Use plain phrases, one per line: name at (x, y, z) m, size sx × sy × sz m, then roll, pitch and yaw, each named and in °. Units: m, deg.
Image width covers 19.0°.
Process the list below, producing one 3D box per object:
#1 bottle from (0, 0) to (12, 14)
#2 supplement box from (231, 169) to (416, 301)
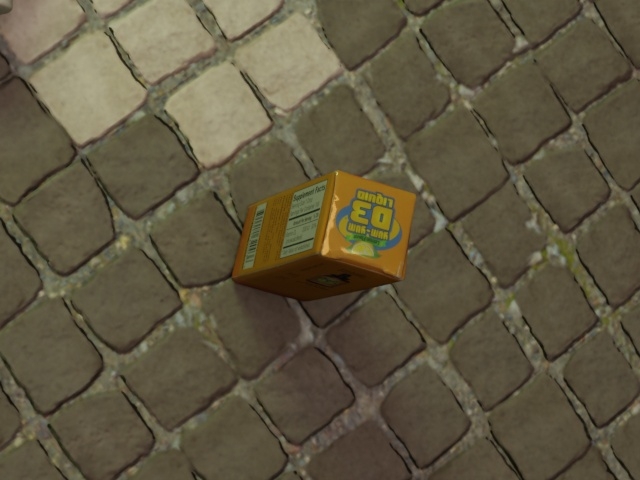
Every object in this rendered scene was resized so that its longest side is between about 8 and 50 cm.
bottle at (-0.290, -0.332, 1.604) m, size 0.118 × 0.092 × 0.283 m, roll 0°, pitch 86°, yaw -19°
supplement box at (0.000, 0.000, 1.608) m, size 0.078 × 0.233 × 0.080 m, roll 16°, pitch 81°, yaw -18°
